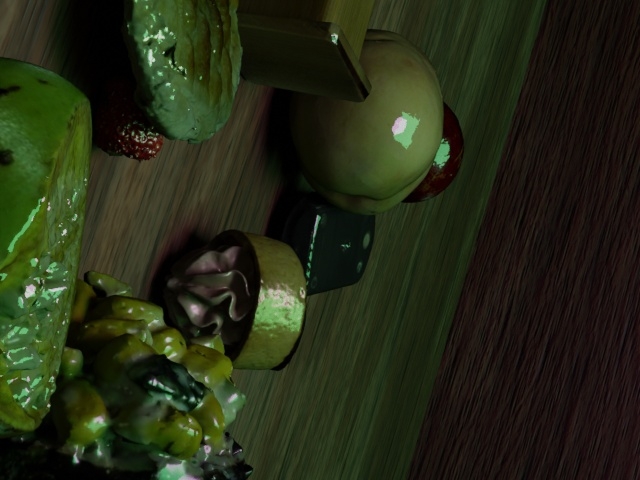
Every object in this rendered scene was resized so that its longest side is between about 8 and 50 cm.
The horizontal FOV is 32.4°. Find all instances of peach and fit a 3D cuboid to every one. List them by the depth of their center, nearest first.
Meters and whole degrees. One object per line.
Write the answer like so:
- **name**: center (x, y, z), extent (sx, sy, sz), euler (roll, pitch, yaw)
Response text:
- **peach**: center (0.079, -0.189, 1.731), extent (0.292, 0.247, 0.292), euler (-42, 145, -41)

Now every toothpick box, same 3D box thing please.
- **toothpick box**: center (-0.004, -0.374, 1.496), extent (0.187, 0.190, 0.308), euler (49, 55, -64)

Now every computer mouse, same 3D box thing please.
- **computer mouse**: center (0.000, 0.000, 1.872), extent (0.269, 0.100, 0.170), euler (-8, 107, -63)

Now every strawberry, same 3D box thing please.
- **strawberry**: center (-0.217, -0.136, 1.236), extent (0.083, 0.083, 0.096), euler (-52, 139, -47)

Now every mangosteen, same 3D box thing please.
- **mangosteen**: center (0.138, -0.163, 2.001), extent (0.257, 0.215, 0.215), euler (-26, 130, -40)

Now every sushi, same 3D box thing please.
- **sushi**: center (-0.210, 0.202, 1.147), extent (0.328, 0.328, 0.285), euler (6, 104, -65)

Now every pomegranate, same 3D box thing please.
- **pomegranate**: center (-0.309, -0.010, 0.923), extent (0.358, 0.216, 0.310), euler (-109, -155, -70)

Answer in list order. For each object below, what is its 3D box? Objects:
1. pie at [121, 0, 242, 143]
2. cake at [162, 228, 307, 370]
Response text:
- **pie**: center (-0.151, -0.250, 1.238), extent (0.306, 0.071, 0.306), euler (-5, 90, -79)
- **cake**: center (-0.133, 0.087, 1.504), extent (0.178, 0.185, 0.208), euler (1, 135, -28)
